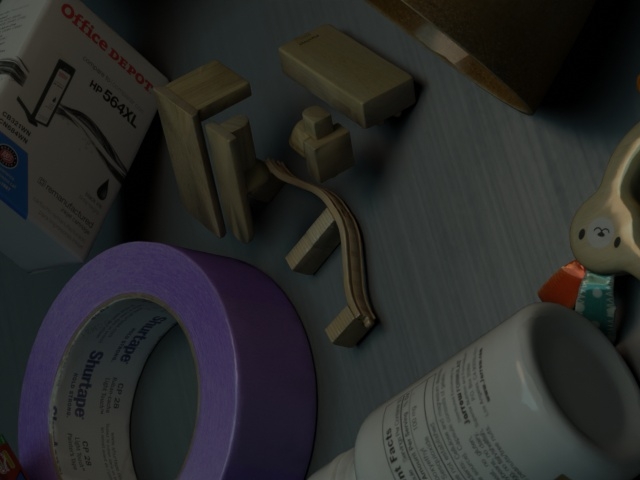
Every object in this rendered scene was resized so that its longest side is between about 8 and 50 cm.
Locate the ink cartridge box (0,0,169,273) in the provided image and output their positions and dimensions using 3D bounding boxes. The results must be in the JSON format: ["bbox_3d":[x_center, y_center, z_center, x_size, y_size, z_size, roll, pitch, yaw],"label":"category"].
[{"bbox_3d":[-0.237,-0.097,1.538,0.086,0.148,0.203,-10,49,44],"label":"ink cartridge box"}]

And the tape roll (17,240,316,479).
[{"bbox_3d":[-0.131,0.141,1.466,0.275,0.090,0.275,-13,70,42],"label":"tape roll"}]

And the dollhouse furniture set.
[{"bbox_3d":[-0.022,-0.075,1.426,0.144,0.151,0.123,38,148,43],"label":"dollhouse furniture set"}]

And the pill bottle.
[{"bbox_3d":[0.097,0.150,1.206,0.229,0.131,0.131,-38,56,33],"label":"pill bottle"}]

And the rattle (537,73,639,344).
[{"bbox_3d":[0.190,-0.012,1.154,0.199,0.143,0.130,-34,77,28],"label":"rattle"}]

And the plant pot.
[{"bbox_3d":[0.125,-0.258,1.231,0.254,0.237,0.237,-54,47,4],"label":"plant pot"}]

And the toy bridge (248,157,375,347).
[{"bbox_3d":[0.000,0.000,1.414,0.063,0.026,0.188,-50,49,23],"label":"toy bridge"}]

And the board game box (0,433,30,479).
[{"bbox_3d":[-0.208,0.305,1.455,0.281,0.027,0.145,54,151,23],"label":"board game box"}]
